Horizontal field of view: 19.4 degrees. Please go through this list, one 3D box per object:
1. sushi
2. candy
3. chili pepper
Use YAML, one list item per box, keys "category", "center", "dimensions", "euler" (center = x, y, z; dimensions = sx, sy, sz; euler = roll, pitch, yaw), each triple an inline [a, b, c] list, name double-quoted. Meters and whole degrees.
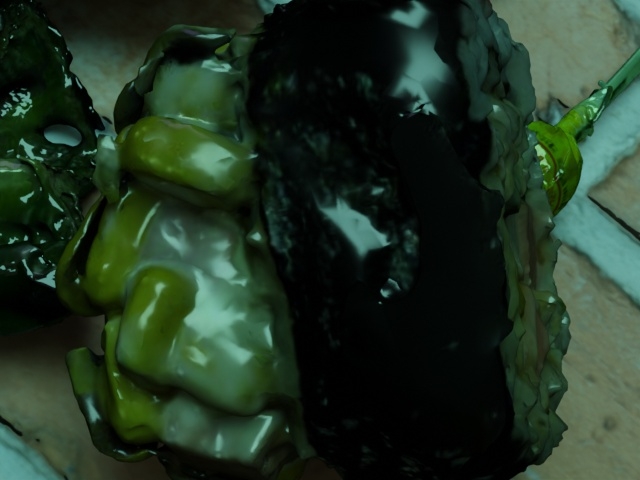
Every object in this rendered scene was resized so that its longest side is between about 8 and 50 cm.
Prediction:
- category: "sushi"
  center: [0.000, 0.000, 1.191]
  dimensions: [0.285, 0.328, 0.329]
  euler: [-8, 15, 15]
- category: "candy"
  center: [0.205, -0.099, 1.424]
  dimensions: [0.073, 0.077, 0.262]
  euler: [22, 46, 28]
- category: "chili pepper"
  center: [-0.225, -0.044, 1.286]
  dimensions: [0.148, 0.116, 0.265]
  euler: [-6, 60, -1]
